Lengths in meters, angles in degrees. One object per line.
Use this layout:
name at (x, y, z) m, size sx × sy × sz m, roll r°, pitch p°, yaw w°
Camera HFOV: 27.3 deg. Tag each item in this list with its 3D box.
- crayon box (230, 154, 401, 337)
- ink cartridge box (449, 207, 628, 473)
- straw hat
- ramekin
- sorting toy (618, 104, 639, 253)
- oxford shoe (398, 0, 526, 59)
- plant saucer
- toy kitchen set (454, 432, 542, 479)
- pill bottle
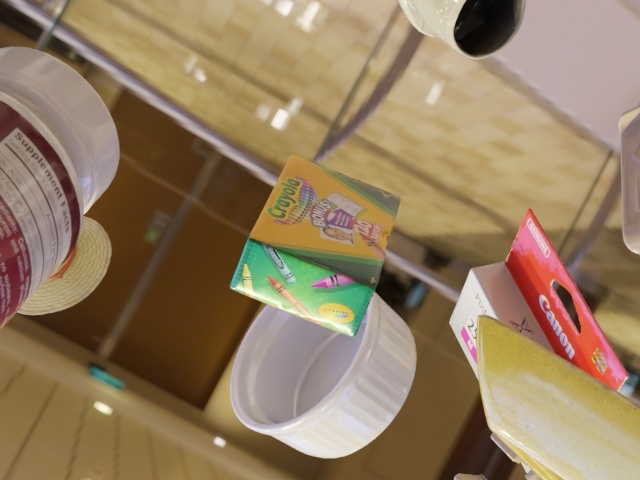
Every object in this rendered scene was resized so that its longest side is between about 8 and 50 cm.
crayon box at (0.000, 0.000, 1.696) m, size 0.165 × 0.081 × 0.278 m, roll 21°, pitch -153°, yaw 0°
ink cartridge box at (0.271, 0.138, 1.697) m, size 0.239 × 0.060 × 0.275 m, roll 103°, pitch 149°, yaw -50°
straw hat at (-0.318, 0.013, 1.515) m, size 0.144 × 0.144 × 0.061 m, roll 26°, pitch 158°, yaw 30°
ramekin at (0.011, 0.187, 1.955) m, size 0.135 × 0.277 × 0.277 m, roll 39°, pitch 171°, yaw -33°
sorting toy at (0.434, -0.097, 1.519) m, size 0.193 × 0.208 × 0.038 m, roll -27°, pitch 132°, yaw 35°
oxford shoe at (0.117, -0.326, 1.334) m, size 0.130 × 0.169 × 0.449 m, roll 43°, pitch 178°, yaw 31°
plant saucer at (0.293, 0.230, 1.148) m, size 0.332 × 0.081 × 0.333 m, roll 33°, pitch 172°, yaw 45°
toy kitchen set at (0.242, 0.324, 1.432) m, size 0.207 × 0.166 × 0.122 m, roll 46°, pitch -172°, yaw 32°
pill bottle at (-0.364, -0.013, 1.240) m, size 0.224 × 0.392 × 0.224 m, roll 13°, pitch 128°, yaw 17°
